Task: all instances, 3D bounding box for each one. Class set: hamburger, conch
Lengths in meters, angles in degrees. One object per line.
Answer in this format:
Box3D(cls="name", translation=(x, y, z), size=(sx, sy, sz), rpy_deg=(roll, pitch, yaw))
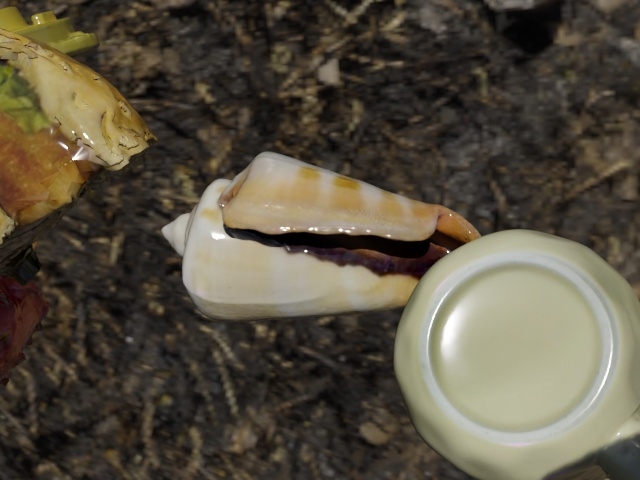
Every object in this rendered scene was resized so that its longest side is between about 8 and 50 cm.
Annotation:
Box3D(cls="hamburger", translation=(-0.179, -0.037, 0.747), size=(0.124, 0.262, 0.131), rpy_deg=(-36, 93, -29))
Box3D(cls="conch", translation=(-0.001, -0.008, 1.200), size=(0.255, 0.127, 0.158), rpy_deg=(2, 132, -2))

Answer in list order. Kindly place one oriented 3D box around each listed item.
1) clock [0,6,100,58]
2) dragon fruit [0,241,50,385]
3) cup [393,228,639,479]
Box3D(cls="clock", translation=(-0.280, -0.131, 1.099), size=(0.237, 0.237, 0.057), rpy_deg=(-22, 101, -30))
Box3D(cls="dragon fruit", translation=(-0.329, 0.013, 1.143), size=(0.205, 0.268, 0.210), rpy_deg=(-21, 136, -41))
Box3D(cls="cup", translation=(0.163, 0.127, 1.039), size=(0.173, 0.202, 0.255), rpy_deg=(-26, 73, 6))
